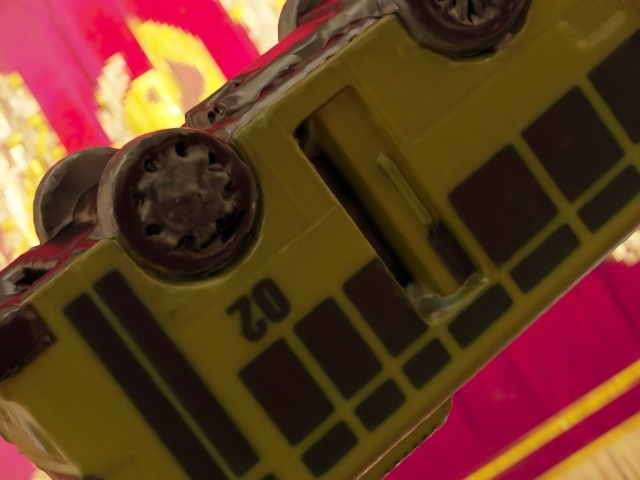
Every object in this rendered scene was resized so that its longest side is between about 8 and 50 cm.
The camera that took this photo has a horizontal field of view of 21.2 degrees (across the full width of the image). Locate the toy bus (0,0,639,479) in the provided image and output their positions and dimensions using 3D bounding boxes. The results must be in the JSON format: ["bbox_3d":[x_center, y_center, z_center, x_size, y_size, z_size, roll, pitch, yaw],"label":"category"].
[{"bbox_3d":[0.000,0.000,0.604,0.262,0.150,0.128,-40,12,-17],"label":"toy bus"}]
